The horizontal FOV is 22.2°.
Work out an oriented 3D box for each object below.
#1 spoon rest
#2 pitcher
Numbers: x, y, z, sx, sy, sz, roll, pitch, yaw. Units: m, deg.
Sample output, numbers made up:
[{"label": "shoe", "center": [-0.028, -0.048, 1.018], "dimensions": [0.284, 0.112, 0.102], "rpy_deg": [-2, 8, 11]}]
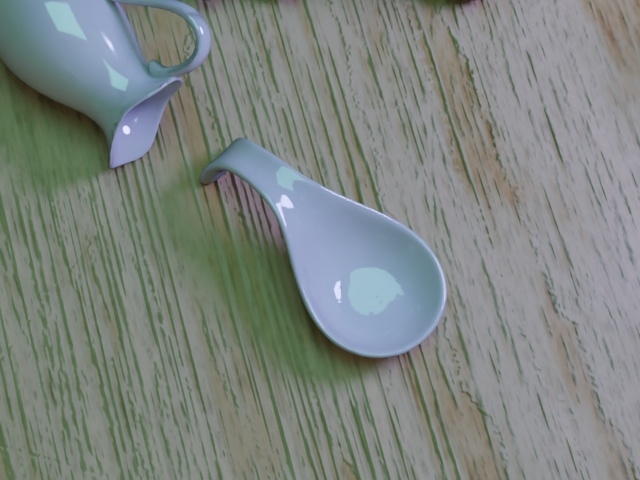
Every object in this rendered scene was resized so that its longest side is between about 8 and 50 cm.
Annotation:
[{"label": "spoon rest", "center": [0.000, 0.000, 1.567], "dimensions": [0.276, 0.084, 0.137], "rpy_deg": [41, 71, 11]}, {"label": "pitcher", "center": [-0.216, -0.201, 1.582], "dimensions": [0.207, 0.125, 0.178], "rpy_deg": [46, 111, 9]}]
